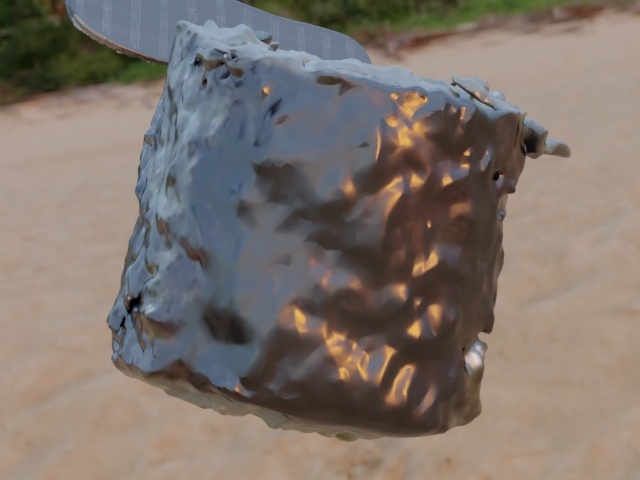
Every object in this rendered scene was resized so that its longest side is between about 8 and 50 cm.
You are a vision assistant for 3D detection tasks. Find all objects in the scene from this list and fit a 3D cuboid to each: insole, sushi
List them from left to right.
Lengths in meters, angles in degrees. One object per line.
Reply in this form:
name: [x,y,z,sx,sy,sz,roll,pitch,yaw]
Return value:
insole: [-0.088,-0.189,1.609,0.310,0.110,0.012,14,-38,-24]
sushi: [-0.001,-0.002,1.328,0.281,0.294,0.299,13,3,-37]
